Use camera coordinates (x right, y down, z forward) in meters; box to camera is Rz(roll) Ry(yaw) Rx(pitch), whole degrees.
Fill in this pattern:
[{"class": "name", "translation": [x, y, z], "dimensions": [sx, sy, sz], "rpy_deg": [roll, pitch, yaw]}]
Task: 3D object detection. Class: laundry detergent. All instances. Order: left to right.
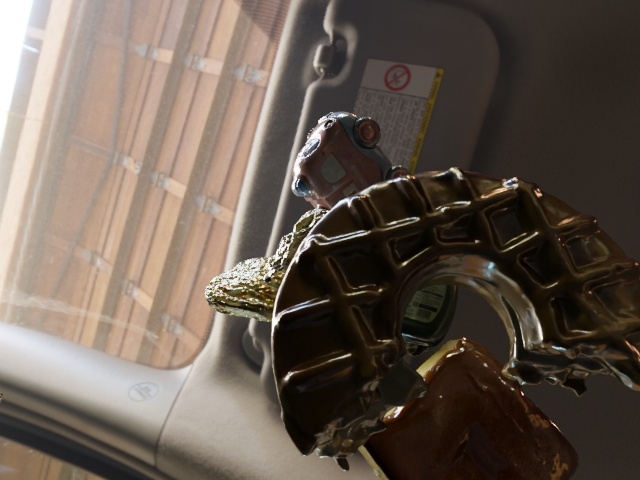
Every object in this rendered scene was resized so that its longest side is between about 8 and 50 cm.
[{"class": "laundry detergent", "translation": [0.151, 0.048, 0.713], "dimensions": [0.144, 0.078, 0.222], "rpy_deg": [7, -110, 29]}]

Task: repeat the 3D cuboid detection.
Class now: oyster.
[{"class": "oyster", "translation": [0.000, 0.000, 0.676], "dimensions": [0.163, 0.191, 0.081], "rpy_deg": [125, -51, -68]}]

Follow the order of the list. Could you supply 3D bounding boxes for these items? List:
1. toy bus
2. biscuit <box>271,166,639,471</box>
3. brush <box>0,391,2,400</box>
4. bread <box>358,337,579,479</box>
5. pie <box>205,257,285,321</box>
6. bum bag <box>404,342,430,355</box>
[{"class": "toy bus", "translation": [0.054, -0.146, 1.087], "dimensions": [0.232, 0.294, 0.197], "rpy_deg": [-42, -163, -14]}, {"class": "biscuit", "translation": [0.127, 0.052, 0.450], "dimensions": [0.366, 0.115, 0.268], "rpy_deg": [-12, -115, -4]}, {"class": "brush", "translation": [-0.356, 0.120, 0.285], "dimensions": [0.047, 0.233, 0.103], "rpy_deg": [-64, -157, 10]}, {"class": "bread", "translation": [0.275, 0.408, 0.874], "dimensions": [0.323, 0.333, 0.143], "rpy_deg": [49, -21, 11]}, {"class": "pie", "translation": [-0.138, 0.109, 0.967], "dimensions": [0.205, 0.179, 0.084], "rpy_deg": [4, -58, 20]}, {"class": "bum bag", "translation": [0.227, 0.103, 1.074], "dimensions": [0.095, 0.144, 0.341], "rpy_deg": [-1, -101, 52]}]
